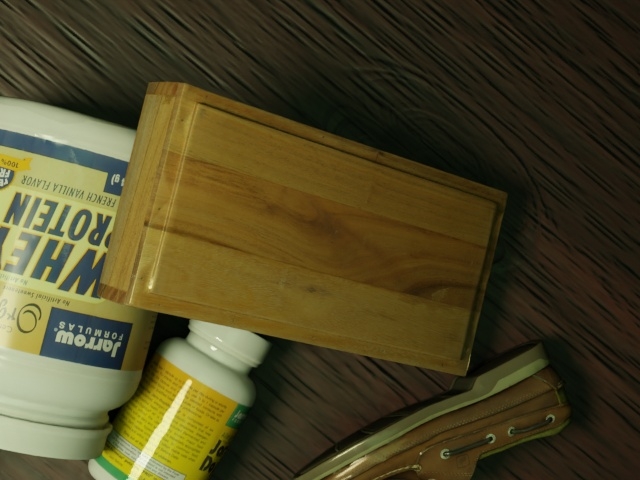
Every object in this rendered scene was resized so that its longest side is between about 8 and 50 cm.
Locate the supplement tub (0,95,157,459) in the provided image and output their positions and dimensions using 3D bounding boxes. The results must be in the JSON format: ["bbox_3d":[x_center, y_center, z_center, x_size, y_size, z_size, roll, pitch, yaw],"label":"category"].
[{"bbox_3d":[-0.267,0.037,1.221,0.228,0.228,0.316,14,88,-5],"label":"supplement tub"}]

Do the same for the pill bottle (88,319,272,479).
[{"bbox_3d":[-0.139,0.174,1.285,0.117,0.117,0.208,31,86,-4],"label":"pill bottle"}]

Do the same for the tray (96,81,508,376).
[{"bbox_3d":[0.000,0.000,1.221,0.411,0.076,0.203,15,88,-37],"label":"tray"}]

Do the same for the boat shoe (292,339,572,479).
[{"bbox_3d":[0.125,0.217,1.310,0.307,0.111,0.104,-26,90,-5],"label":"boat shoe"}]
